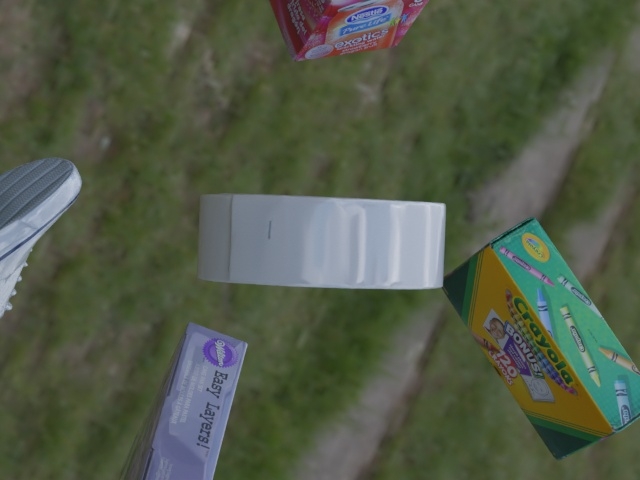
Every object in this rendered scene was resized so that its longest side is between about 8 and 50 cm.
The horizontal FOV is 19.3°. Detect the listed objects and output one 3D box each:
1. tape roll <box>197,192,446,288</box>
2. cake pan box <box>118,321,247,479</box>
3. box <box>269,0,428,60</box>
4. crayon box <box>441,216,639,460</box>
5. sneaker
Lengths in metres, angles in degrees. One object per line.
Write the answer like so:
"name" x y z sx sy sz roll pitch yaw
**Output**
"tape roll" 0.000 0.000 2.148 0.286 0.286 0.100 -1 94 -72
"cake pan box" -0.152 0.242 1.738 0.267 0.070 0.245 -78 -168 -46
"box" 0.004 -0.329 1.956 0.128 0.257 0.122 -10 159 -27
"crayon box" 0.282 0.125 2.364 0.081 0.278 0.165 -31 174 -26
"sneaker" -0.325 0.023 1.816 0.258 0.094 0.091 -44 135 -24
